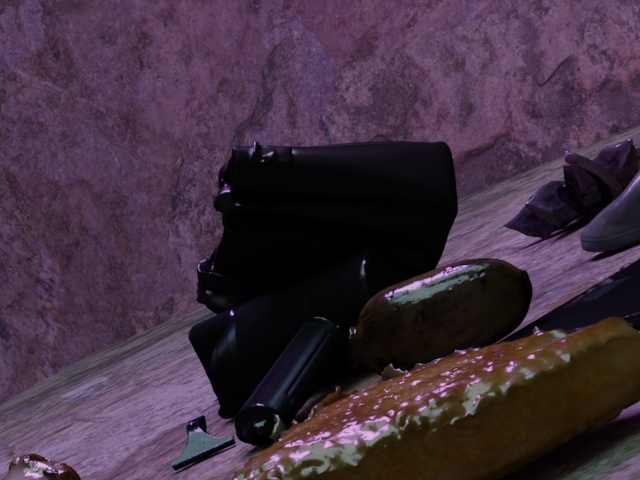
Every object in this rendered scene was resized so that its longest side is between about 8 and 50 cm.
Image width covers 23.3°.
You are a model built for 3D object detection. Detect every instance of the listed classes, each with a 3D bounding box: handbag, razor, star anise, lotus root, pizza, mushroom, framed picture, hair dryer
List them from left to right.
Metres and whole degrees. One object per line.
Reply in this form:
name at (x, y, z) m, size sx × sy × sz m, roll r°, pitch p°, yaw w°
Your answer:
mushroom at (-0.294, 0.259, 1.413) m, size 0.084 × 0.071 × 0.209 m, roll 11°, pitch 19°, yaw 19°
razor at (-0.122, 0.191, 1.562) m, size 0.066 × 0.033 × 0.190 m, roll -24°, pitch 2°, yaw -4°
hair dryer at (-0.053, 0.132, 1.532) m, size 0.244 × 0.116 × 0.302 m, roll -26°, pitch 9°, yaw 26°
handbag at (0.000, 0.000, 1.670) m, size 0.257 × 0.113 × 0.285 m, roll 4°, pitch -33°, yaw -12°
pizza at (0.071, 0.117, 0.980) m, size 0.280 × 0.075 × 0.287 m, roll -20°, pitch 0°, yaw -5°
lotus root at (0.104, 0.070, 1.356) m, size 0.179 × 0.089 × 0.080 m, roll -23°, pitch 13°, yaw 16°
star anise at (0.344, -0.067, 2.021) m, size 0.230 × 0.081 × 0.262 m, roll -24°, pitch -8°, yaw 3°
framed picture at (0.321, 0.021, 1.248) m, size 0.255 × 0.014 × 0.338 m, roll -26°, pitch 3°, yaw -42°

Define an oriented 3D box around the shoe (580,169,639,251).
shoe at (0.359, -0.051, 1.632) m, size 0.195 × 0.078 × 0.079 m, roll -19°, pitch 5°, yaw 17°
